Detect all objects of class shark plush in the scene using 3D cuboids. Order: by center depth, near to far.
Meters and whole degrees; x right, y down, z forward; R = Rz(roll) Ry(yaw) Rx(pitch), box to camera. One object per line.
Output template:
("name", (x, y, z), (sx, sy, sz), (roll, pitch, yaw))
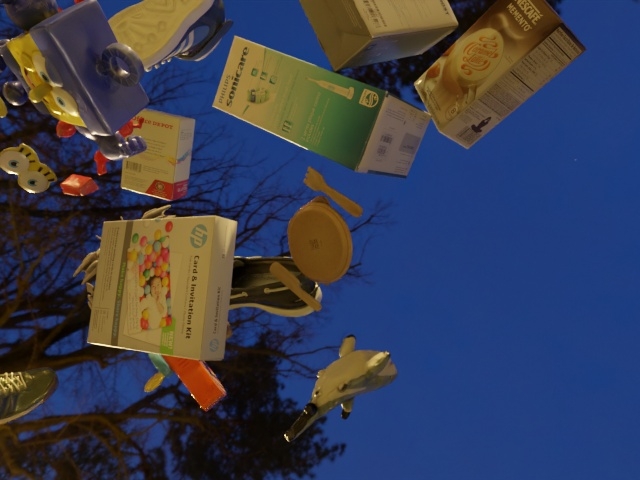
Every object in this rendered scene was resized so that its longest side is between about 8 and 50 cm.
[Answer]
("shark plush", (0.031, 0.180, 0.612), (0.073, 0.161, 0.067), (6, -57, 41))

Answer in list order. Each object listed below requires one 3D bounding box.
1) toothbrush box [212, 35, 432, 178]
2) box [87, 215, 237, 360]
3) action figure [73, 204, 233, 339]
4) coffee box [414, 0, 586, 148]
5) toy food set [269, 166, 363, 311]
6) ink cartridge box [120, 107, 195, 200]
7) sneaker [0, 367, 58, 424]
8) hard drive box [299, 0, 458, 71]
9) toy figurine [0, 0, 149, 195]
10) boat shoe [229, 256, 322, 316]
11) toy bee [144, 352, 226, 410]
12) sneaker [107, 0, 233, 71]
("toothbrush box", (0.006, -0.219, 0.889), (0.295, 0.216, 0.126), (29, -74, 24))
("box", (-0.178, 0.050, 0.581), (0.186, 0.038, 0.145), (0, -99, 32))
("action figure", (-0.244, 0.065, 0.807), (0.185, 0.285, 0.099), (-30, -134, -6))
("coffee box", (0.300, -0.300, 0.913), (0.246, 0.098, 0.141), (-42, -132, 32))
("toy food set", (0.000, 0.000, 0.791), (0.132, 0.038, 0.192), (39, -58, 28))
("ink cartridge box", (-0.348, -0.188, 1.134), (0.127, 0.072, 0.175), (15, -73, 12))
("sneaker", (-0.504, 0.238, 0.808), (0.064, 0.192, 0.086), (40, -45, 28))
("hard drive box", (0.083, -0.372, 0.802), (0.089, 0.232, 0.181), (-26, -91, 50))
("toy figurine", (-0.244, -0.205, 0.512), (0.217, 0.191, 0.363), (13, -43, 34))
("boat shoe", (-0.147, 0.071, 0.978), (0.302, 0.114, 0.091), (-2, -48, 17))
("toy bee", (-0.307, 0.225, 1.155), (0.195, 0.162, 0.298), (-17, -93, -10))
("sneaker", (-0.343, -0.437, 1.188), (0.130, 0.236, 0.323), (44, -100, 5))
